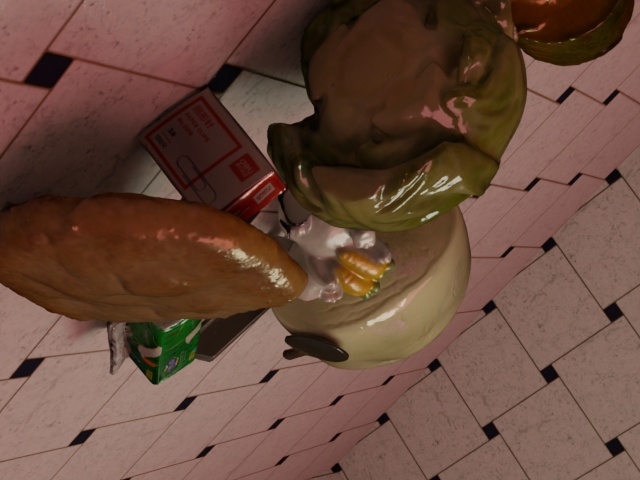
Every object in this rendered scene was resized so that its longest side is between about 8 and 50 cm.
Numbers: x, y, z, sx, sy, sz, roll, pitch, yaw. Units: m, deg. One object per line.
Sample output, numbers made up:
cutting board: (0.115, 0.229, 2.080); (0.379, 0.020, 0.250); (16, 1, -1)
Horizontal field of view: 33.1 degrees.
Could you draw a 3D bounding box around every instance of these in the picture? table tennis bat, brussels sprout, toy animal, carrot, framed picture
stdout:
table tennis bat: (-0.025, 0.230, 2.270); (0.234, 0.131, 0.022); (-24, -136, 63)
brussels sprout: (0.137, -0.192, 1.627); (0.425, 0.342, 0.361); (-60, 146, -8)
toy animal: (0.001, 0.006, 2.031); (0.183, 0.247, 0.310); (-30, 152, -19)
carrot: (0.399, -0.431, 1.803); (0.241, 0.241, 0.340); (-45, 161, 12)
framed picture: (-0.190, 0.170, 2.338); (0.252, 0.014, 0.197); (-43, 160, 7)

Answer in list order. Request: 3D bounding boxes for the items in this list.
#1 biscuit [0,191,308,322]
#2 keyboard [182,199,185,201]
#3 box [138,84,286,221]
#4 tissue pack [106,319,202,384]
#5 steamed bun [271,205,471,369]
biscuit: (-0.255, 0.039, 1.519); (0.429, 0.104, 0.446); (-1, 163, 11)
keyboard: (-0.229, -0.045, 1.816); (0.053, 0.010, 0.155); (-12, 146, -51)
box: (-0.157, -0.112, 1.558); (0.133, 0.182, 0.099); (-36, 161, -1)
tissue pack: (-0.310, 0.147, 1.874); (0.156, 0.148, 0.209); (-31, 159, -28)
steamed bun: (0.137, 0.092, 2.347); (0.456, 0.290, 0.371); (-38, 159, -2)
